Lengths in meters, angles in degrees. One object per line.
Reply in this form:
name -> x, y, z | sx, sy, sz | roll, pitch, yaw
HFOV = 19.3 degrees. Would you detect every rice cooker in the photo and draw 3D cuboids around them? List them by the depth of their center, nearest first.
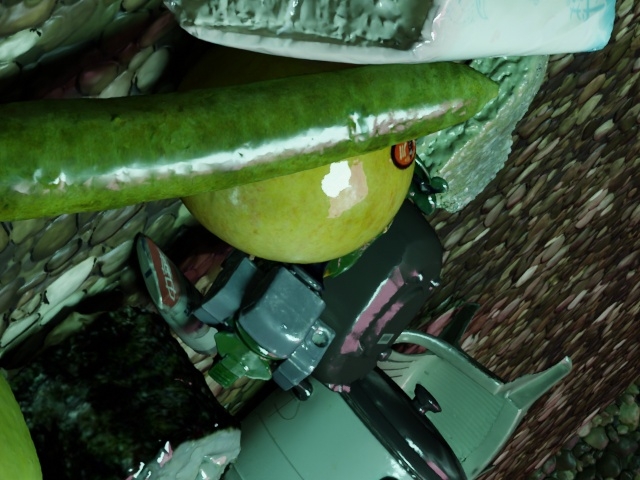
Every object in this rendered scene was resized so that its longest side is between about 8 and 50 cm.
rice cooker -> 0.024, 0.047, 1.724 | 0.203, 0.118, 0.142 | -53, 160, 12
rice cooker -> 0.030, 0.235, 1.946 | 0.227, 0.280, 0.241 | -42, -158, 3

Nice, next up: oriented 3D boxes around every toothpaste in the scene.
toothpaste -> -0.116, 0.053, 1.556 | 0.039, 0.062, 0.239 | -18, 163, 3

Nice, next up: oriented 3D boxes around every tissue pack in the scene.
tissue pack -> 0.057, -0.177, 1.188 | 0.271, 0.201, 0.124 | -10, 105, -58

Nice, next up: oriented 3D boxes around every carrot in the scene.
carrot -> -0.058, -0.068, 1.178 | 0.358, 0.074, 0.074 | -9, 150, -14

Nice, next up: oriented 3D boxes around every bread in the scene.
bread -> 0.137, -0.101, 1.737 | 0.172, 0.064, 0.232 | -29, 154, -43

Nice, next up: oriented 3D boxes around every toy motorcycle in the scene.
toy motorcycle -> 0.000, 0.000, 1.526 | 0.187, 0.125, 0.275 | -38, -164, 52

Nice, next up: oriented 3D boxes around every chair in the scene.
chair -> 0.131, 0.184, 2.175 | 0.203, 0.190, 0.274 | -54, 167, 22

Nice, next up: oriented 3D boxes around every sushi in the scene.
sushi -> -0.207, 0.216, 1.522 | 0.211, 0.171, 0.350 | -27, 154, -47

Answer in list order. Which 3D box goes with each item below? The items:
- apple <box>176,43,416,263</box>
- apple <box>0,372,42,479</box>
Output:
apple -> -0.019, -0.072, 1.308 | 0.182, 0.182, 0.155 | -26, 135, -44
apple -> -0.294, 0.148, 1.014 | 0.254, 0.292, 0.292 | -4, 136, -55
